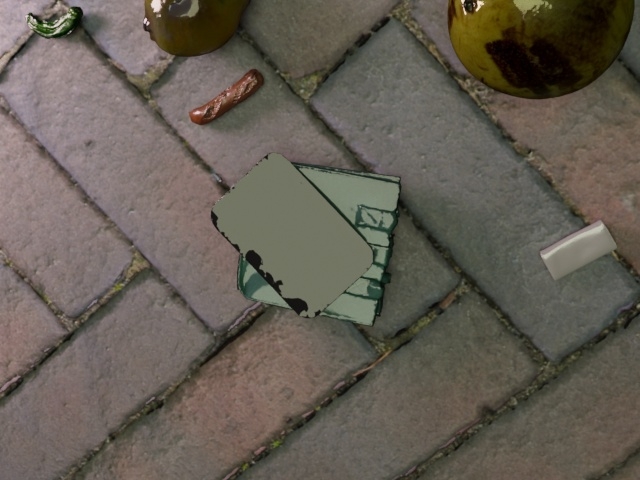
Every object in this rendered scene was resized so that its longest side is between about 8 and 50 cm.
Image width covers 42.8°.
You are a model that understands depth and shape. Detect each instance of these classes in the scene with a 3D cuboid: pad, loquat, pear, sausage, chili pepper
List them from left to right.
[{"bbox_3d":[-0.485,-0.396,1.499,0.117,0.035,0.056,-2,88,19],"label":"chili pepper"},{"bbox_3d":[-0.212,-0.397,1.400,0.195,0.152,0.152,-20,97,4],"label":"loquat"},{"bbox_3d":[-0.170,-0.254,1.474,0.157,0.042,0.036,-30,133,15],"label":"sausage"},{"bbox_3d":[-0.051,-0.007,1.422,0.181,0.004,0.267,-43,90,12],"label":"pad"},{"bbox_3d":[0.330,-0.350,1.250,0.283,0.283,0.284,2,101,9],"label":"pear"}]

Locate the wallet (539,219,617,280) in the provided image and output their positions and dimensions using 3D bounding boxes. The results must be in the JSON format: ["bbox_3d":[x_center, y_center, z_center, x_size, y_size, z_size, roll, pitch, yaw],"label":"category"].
[{"bbox_3d":[0.451,0.017,1.432,0.122,0.025,0.061,-30,93,13],"label":"wallet"}]

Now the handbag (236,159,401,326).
[{"bbox_3d":[-0.002,-0.001,1.469,0.274,0.100,0.269,8,99,7],"label":"handbag"}]
